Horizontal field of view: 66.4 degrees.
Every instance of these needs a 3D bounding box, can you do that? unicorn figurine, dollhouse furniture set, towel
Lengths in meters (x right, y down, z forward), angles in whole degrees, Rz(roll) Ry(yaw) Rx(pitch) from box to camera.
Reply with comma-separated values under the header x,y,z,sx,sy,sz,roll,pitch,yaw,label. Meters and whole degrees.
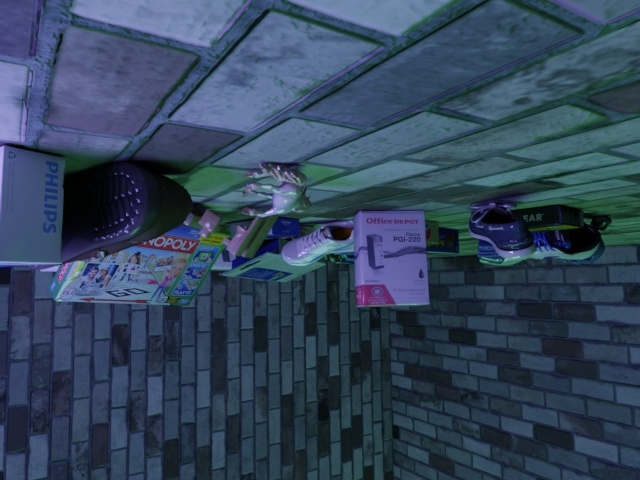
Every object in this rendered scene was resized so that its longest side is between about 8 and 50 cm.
x,y,z,sx,sy,sz,roll,pitch,yaw,label
-0.058,-0.067,0.719,0.111,0.060,0.162,1,175,-14,unicorn figurine
-0.187,-0.059,0.995,0.151,0.123,0.144,34,-178,11,dollhouse furniture set
0.383,0.002,1.062,0.067,0.029,0.119,-1,-159,29,towel

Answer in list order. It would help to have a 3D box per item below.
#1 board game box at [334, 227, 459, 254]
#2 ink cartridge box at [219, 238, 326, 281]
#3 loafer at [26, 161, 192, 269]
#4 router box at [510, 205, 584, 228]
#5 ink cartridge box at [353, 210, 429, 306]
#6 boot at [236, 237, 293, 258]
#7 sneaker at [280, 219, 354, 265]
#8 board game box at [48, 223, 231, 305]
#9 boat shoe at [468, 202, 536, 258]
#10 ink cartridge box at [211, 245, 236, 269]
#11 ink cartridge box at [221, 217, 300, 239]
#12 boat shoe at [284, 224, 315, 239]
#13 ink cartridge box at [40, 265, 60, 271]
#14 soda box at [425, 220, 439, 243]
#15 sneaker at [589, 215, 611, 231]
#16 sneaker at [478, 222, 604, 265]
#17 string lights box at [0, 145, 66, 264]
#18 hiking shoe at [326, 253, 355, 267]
x,y,z,sx,sy,sz,roll,pitch,yaw,label
0.241,0.004,1.525,0.347,0.078,0.233,4,173,-45,board game box
-0.140,0.066,1.511,0.175,0.069,0.371,-25,165,21,ink cartridge box
-0.336,-0.023,0.742,0.365,0.134,0.130,-4,174,34,loafer
0.507,-0.046,1.164,0.133,0.046,0.178,4,174,-40,router box
0.161,0.042,1.129,0.158,0.218,0.092,-1,170,-6,ink cartridge box
-0.124,0.017,1.568,0.280,0.096,0.264,-7,162,4,boot
0.000,0.000,1.304,0.228,0.088,0.092,-17,151,4,sneaker
-0.363,0.039,1.024,0.046,0.214,0.317,45,-161,32,board game box
0.362,-0.036,1.006,0.095,0.079,0.254,-12,-165,8,boat shoe
-0.364,0.051,1.751,0.272,0.115,0.198,3,174,-39,ink cartridge box
-0.160,-0.027,1.269,0.207,0.046,0.097,-6,175,42,ink cartridge box
-0.066,-0.020,1.377,0.050,0.045,0.135,-5,174,42,boat shoe
-0.479,0.011,1.169,0.271,0.130,0.309,-4,175,41,ink cartridge box
0.241,-0.023,1.301,0.181,0.061,0.058,3,174,-43,soda box
0.747,-0.048,1.305,0.043,0.040,0.109,-36,167,-4,sneaker
0.575,-0.010,1.278,0.315,0.128,0.182,-1,165,22,sneaker
-0.436,-0.031,0.632,0.259,0.134,0.076,-5,173,33,string lights box
0.163,0.049,1.856,0.304,0.113,0.132,0,172,-44,hiking shoe
